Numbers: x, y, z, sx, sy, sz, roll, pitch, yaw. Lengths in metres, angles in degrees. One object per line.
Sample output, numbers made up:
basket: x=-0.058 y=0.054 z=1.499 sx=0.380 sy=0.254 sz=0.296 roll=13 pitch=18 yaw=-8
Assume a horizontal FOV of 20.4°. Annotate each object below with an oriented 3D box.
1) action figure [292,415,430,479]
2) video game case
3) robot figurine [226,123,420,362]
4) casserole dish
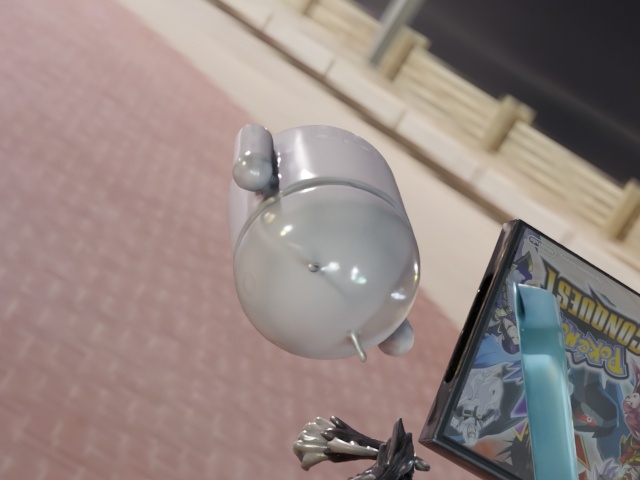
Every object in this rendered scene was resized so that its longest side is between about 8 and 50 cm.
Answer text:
action figure: x=0.035 y=0.234 z=1.445 sx=0.141 sy=0.164 sz=0.276 roll=6 pitch=-17 yaw=24
video game case: x=0.255 y=0.151 z=1.774 sx=0.275 sy=0.248 sz=0.035 roll=31 pitch=-21 yaw=-19
robot figurine: x=0.000 y=0.000 z=1.950 sx=0.300 sy=0.200 sz=0.353 roll=46 pitch=13 yaw=-23
casserole dish: x=0.176 y=0.120 z=1.384 sx=0.037 sy=0.188 sz=0.114 roll=-5 pitch=24 yaw=6
